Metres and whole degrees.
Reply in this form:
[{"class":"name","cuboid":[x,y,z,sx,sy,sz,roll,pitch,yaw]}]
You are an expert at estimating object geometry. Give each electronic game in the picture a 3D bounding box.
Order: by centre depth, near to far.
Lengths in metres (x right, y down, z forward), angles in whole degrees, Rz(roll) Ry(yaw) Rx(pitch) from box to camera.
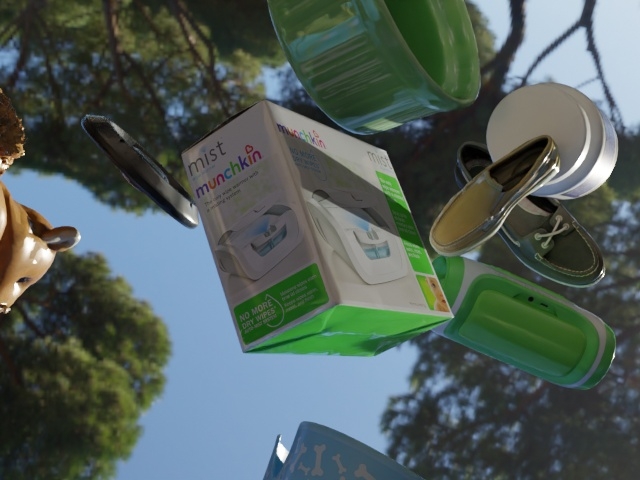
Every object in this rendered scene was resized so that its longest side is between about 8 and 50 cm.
[{"class":"electronic game","cuboid":[-0.264,-0.101,1.372,0.229,0.048,0.229,46,180,0]}]

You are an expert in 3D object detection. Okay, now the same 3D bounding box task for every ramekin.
[{"class":"ramekin","cuboid":[0.065,-0.281,1.163,0.148,0.303,0.303,-21,-165,29]}]

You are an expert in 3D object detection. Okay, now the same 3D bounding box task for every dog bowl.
[{"class":"dog bowl","cuboid":[0.023,0.248,0.856,0.166,0.297,0.074,33,-111,-1]}]

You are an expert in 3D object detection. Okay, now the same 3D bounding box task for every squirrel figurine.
[{"class":"squirrel figurine","cuboid":[-0.487,-0.077,1.253,0.281,0.396,0.370,3,167,25]}]

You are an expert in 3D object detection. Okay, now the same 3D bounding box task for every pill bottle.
[{"class":"pill bottle","cuboid":[0.317,-0.134,1.268,0.153,0.153,0.265,22,-170,21]}]

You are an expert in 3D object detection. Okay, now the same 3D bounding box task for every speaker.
[{"class":"speaker","cuboid":[0.298,0.126,1.425,0.297,0.131,0.131,24,-154,-12]}]

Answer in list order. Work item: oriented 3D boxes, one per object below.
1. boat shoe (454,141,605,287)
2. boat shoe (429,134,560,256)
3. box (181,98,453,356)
[{"class":"boat shoe","cuboid":[0.347,-0.048,1.593,0.112,0.095,0.335,-41,-121,-2]},{"class":"boat shoe","cuboid":[0.201,-0.059,1.101,0.068,0.190,0.072,46,180,24]},{"class":"box","cuboid":[0.000,0.000,1.012,0.262,0.127,0.231,14,-127,-56]}]
